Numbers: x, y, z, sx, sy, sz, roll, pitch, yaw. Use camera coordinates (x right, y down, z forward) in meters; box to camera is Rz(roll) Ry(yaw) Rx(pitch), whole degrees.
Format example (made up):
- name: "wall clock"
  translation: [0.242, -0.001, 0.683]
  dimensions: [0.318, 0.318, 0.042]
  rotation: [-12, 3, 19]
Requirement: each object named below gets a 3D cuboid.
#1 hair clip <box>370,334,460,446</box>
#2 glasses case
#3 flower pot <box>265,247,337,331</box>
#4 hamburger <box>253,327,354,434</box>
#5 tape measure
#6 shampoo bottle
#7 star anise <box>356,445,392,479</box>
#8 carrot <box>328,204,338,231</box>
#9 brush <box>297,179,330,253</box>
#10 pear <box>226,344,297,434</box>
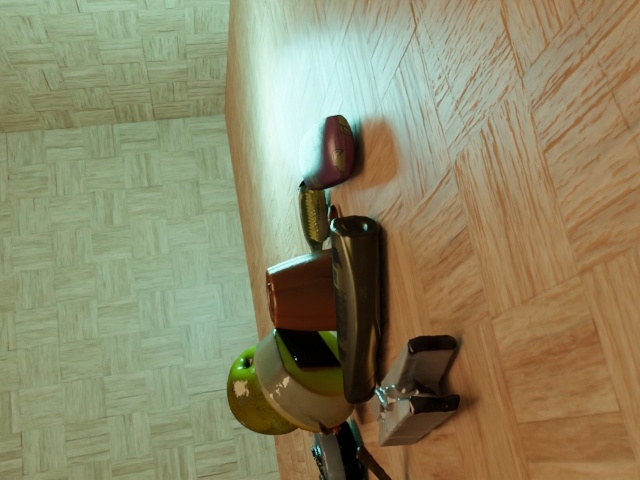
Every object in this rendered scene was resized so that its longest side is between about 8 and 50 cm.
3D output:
- name: "hair clip"
  translation: [0.130, 0.237, 0.994]
  dimensions: [0.331, 0.085, 0.101]
  rotation: [104, 158, -63]
- name: "glasses case"
  translation: [0.009, -0.169, 1.347]
  dimensions: [0.316, 0.075, 0.123]
  rotation: [173, 90, -78]
- name: "flower pot"
  translation: [-0.027, 0.117, 1.466]
  dimensions: [0.190, 0.173, 0.191]
  rotation: [171, 90, -80]
- name: "hamburger"
  translation: [-0.038, 0.312, 1.521]
  dimensions: [0.295, 0.226, 0.152]
  rotation: [-110, 40, -57]
- name: "tape measure"
  translation: [0.038, 0.508, 1.552]
  dimensions: [0.182, 0.107, 0.181]
  rotation: [-129, 27, -73]
- name: "shampoo bottle"
  translation: [0.068, 0.134, 1.231]
  dimensions: [0.125, 0.084, 0.351]
  rotation: [-120, 25, -67]
- name: "star anise"
  translation: [0.116, 0.546, 1.205]
  dimensions: [0.350, 0.108, 0.292]
  rotation: [69, 157, 15]
- name: "carrot"
  translation: [0.039, -0.006, 1.410]
  dimensions: [0.036, 0.035, 0.165]
  rotation: [107, 155, -63]
- name: "brush"
  translation: [0.000, 0.000, 1.564]
  dimensions: [0.060, 0.068, 0.297]
  rotation: [23, 126, 51]
- name: "pear"
  translation: [-0.153, 0.450, 2.031]
  dimensions: [0.294, 0.294, 0.295]
  rotation: [173, 90, -78]
